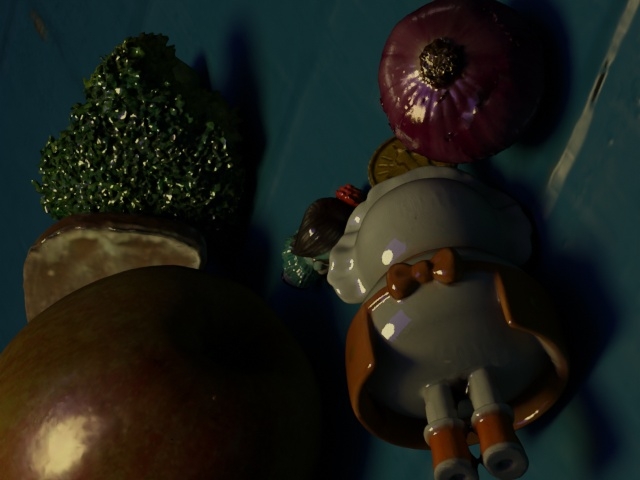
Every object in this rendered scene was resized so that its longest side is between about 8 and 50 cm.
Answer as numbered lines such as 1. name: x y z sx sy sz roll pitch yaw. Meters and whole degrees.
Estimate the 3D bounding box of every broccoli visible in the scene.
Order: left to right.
1. broccoli: -0.148 -0.090 1.651 0.194 0.194 0.220 -119 18 -45

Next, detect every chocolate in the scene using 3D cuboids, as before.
1. chocolate: -0.160 0.079 1.628 0.080 0.157 0.254 -68 -20 -58

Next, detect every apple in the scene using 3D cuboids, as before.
1. apple: -0.128 0.144 1.459 0.234 0.257 0.257 -53 42 39

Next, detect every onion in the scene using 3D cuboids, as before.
1. onion: 0.094 -0.102 1.253 0.104 0.115 0.115 45 -144 -66

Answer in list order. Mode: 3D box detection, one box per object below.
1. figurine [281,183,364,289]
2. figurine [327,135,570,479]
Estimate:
1. figurine: 0.000 0.000 1.464 0.060 0.047 0.106 -59 6 -31
2. figurine: 0.075 0.033 1.221 0.143 0.143 0.271 -47 49 50
